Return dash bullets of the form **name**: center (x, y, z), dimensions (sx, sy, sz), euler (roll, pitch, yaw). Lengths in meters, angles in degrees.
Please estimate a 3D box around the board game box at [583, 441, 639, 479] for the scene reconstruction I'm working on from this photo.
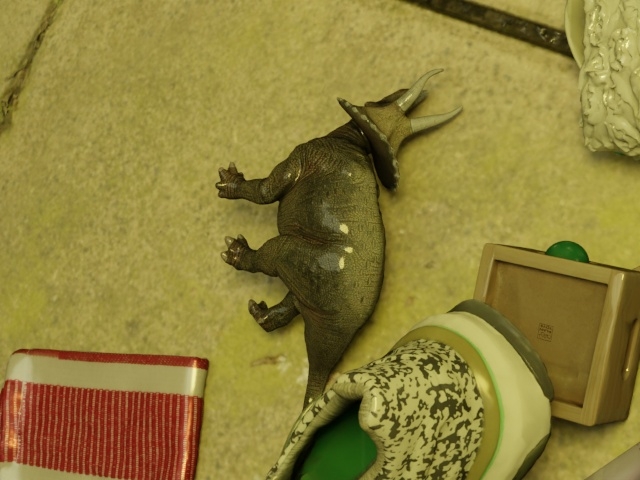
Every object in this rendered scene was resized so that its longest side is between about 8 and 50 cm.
- **board game box**: center (0.297, 0.205, 0.783), dimensions (0.347, 0.056, 0.208), euler (-39, 64, 15)

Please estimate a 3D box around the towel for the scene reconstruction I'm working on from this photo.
- **towel**: center (-0.223, 0.264, 1.082), dimensions (0.237, 0.037, 0.329), euler (0, 76, 30)

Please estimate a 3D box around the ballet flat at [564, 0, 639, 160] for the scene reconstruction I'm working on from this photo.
- **ballet flat**: center (0.237, -0.252, 0.907), dimensions (0.147, 0.147, 0.409), euler (-6, 72, 29)

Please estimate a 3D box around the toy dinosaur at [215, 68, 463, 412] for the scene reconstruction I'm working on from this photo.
- **toy dinosaur**: center (0.000, 0.000, 0.976), dimensions (0.160, 0.121, 0.314), euler (-4, 69, 44)

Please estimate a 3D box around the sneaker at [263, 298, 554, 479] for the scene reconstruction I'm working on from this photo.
- **sneaker**: center (-0.016, 0.207, 0.855), dimensions (0.158, 0.182, 0.410), euler (51, 123, 35)

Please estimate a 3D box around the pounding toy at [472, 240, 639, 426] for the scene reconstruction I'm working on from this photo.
- **pounding toy**: center (0.192, 0.055, 0.870), dimensions (0.130, 0.100, 0.141), euler (13, 94, 33)
